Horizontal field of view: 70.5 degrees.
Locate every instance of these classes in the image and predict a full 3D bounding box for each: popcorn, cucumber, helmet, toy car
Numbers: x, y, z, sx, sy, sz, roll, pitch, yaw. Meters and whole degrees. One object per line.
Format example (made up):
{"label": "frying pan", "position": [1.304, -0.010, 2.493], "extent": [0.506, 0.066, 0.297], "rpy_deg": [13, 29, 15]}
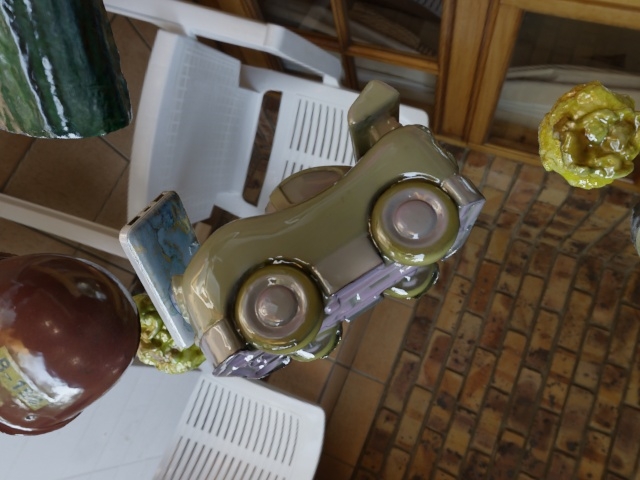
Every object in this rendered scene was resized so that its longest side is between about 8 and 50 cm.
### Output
{"label": "popcorn", "position": [0.507, -0.198, 0.842], "extent": [0.155, 0.198, 0.197], "rpy_deg": [20, 90, -84]}
{"label": "cucumber", "position": [-0.214, -0.133, 0.330], "extent": [0.062, 0.117, 0.115], "rpy_deg": [-96, -175, -56]}
{"label": "helmet", "position": [-0.489, 0.156, 0.869], "extent": [0.337, 0.230, 0.384], "rpy_deg": [-79, 145, -66]}
{"label": "popcorn", "position": [-0.401, 0.257, 1.263], "extent": [0.286, 0.174, 0.225], "rpy_deg": [3, 82, -44]}
{"label": "toy car", "position": [0.000, 0.000, 0.552], "extent": [0.336, 0.226, 0.242], "rpy_deg": [-31, 161, -2]}

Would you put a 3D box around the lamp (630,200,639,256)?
{"label": "lamp", "position": [0.451, -0.006, 0.571], "extent": [0.250, 0.101, 0.101], "rpy_deg": [-46, 151, -64]}

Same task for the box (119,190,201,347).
{"label": "box", "position": [-0.263, 0.059, 0.833], "extent": [0.142, 0.044, 0.285], "rpy_deg": [-59, 147, -44]}
